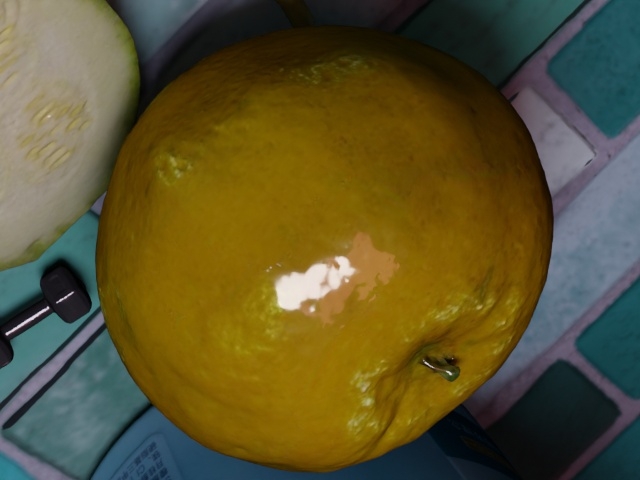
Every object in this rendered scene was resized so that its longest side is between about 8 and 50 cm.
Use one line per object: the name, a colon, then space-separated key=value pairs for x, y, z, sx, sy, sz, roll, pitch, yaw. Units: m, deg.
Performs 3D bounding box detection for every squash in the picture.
squash: x=-0.186 y=-0.072 z=1.055 sx=0.189 sy=0.189 sz=0.260 roll=-39 pitch=121 yaw=2

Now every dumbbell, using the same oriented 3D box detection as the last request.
dumbbell: x=-0.186 y=0.050 z=1.218 sx=0.083 sy=0.036 sz=0.040 roll=-33 pitch=126 yaw=-3

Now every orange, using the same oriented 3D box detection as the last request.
orange: x=0.000 y=0.000 z=1.139 sx=0.279 sy=0.235 sz=0.279 roll=-32 pitch=150 yaw=-21

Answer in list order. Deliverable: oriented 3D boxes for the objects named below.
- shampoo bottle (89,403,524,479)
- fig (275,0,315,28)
shampoo bottle: x=0.024 y=0.284 z=1.255 sx=0.331 sy=0.342 sz=0.331 roll=-11 pitch=122 yaw=-18
fig: x=-0.058 y=-0.185 z=1.090 sx=0.159 sy=0.159 sz=0.257 roll=-39 pitch=143 yaw=2
